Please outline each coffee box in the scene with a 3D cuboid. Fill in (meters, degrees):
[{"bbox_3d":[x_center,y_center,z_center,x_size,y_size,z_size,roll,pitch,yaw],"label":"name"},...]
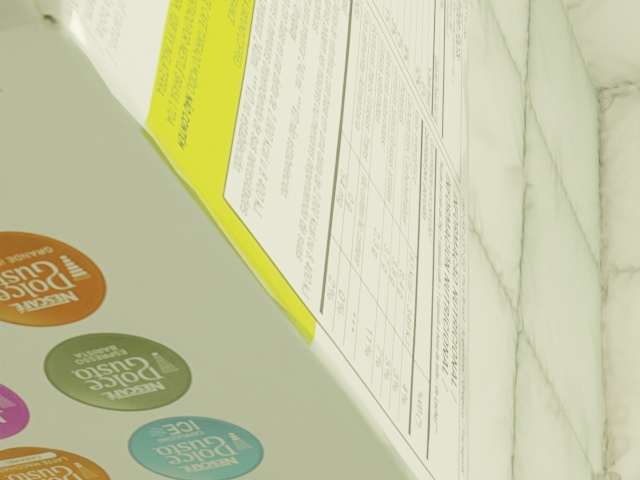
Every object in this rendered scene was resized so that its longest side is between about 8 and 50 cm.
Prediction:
[{"bbox_3d":[-0.140,-0.060,0.621,0.334,0.337,0.338,55,30,-46],"label":"coffee box"}]
